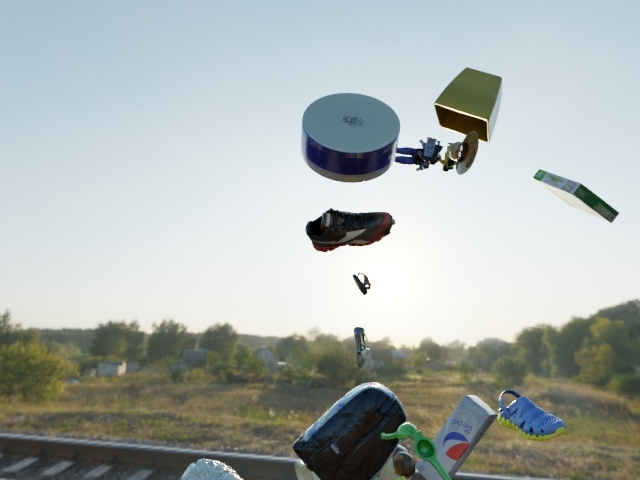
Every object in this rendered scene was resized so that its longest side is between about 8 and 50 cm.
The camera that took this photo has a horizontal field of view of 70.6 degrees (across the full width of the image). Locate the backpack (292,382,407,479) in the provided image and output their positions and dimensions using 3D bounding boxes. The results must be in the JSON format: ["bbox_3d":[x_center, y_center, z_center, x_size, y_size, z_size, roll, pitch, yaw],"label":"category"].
[{"bbox_3d":[0.132,0.658,1.562,0.290,0.355,0.273,39,4,11],"label":"backpack"}]

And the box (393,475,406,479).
[{"bbox_3d":[0.222,0.857,1.508,0.179,0.108,0.042,-3,30,-31],"label":"box"}]

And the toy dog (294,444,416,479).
[{"bbox_3d":[0.164,0.890,1.721,0.409,0.395,0.284,-11,-45,-25],"label":"toy dog"}]

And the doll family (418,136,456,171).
[{"bbox_3d":[0.427,-0.299,1.615,0.193,0.111,0.076,10,10,-14],"label":"doll family"}]

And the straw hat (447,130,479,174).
[{"bbox_3d":[0.421,-0.271,1.377,0.061,0.144,0.145,27,3,35],"label":"straw hat"}]

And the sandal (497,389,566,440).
[{"bbox_3d":[0.767,0.648,1.688,0.126,0.138,0.317,-8,-4,-20],"label":"sandal"}]

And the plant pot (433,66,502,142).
[{"bbox_3d":[0.580,-0.526,1.719,0.212,0.187,0.212,27,0,24],"label":"plant pot"}]

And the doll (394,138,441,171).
[{"bbox_3d":[0.387,-0.338,1.796,0.189,0.128,0.046,12,1,25],"label":"doll"}]

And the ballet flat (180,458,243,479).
[{"bbox_3d":[-0.253,0.811,1.425,0.147,0.146,0.408,-12,-52,40],"label":"ballet flat"}]

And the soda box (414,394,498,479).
[{"bbox_3d":[0.419,0.620,1.396,0.091,0.286,0.098,38,8,40],"label":"soda box"}]

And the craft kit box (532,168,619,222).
[{"bbox_3d":[1.030,-0.184,1.833,0.250,0.060,0.246,28,11,-22],"label":"craft kit box"}]

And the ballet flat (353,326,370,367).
[{"bbox_3d":[0.118,0.298,1.268,0.041,0.114,0.041,-6,-12,-1],"label":"ballet flat"}]

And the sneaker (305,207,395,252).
[{"bbox_3d":[0.074,-0.039,1.315,0.276,0.097,0.135,-11,-32,27],"label":"sneaker"}]

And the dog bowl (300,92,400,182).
[{"bbox_3d":[0.079,-0.283,1.223,0.265,0.264,0.104,1,-39,-2],"label":"dog bowl"}]

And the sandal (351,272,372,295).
[{"bbox_3d":[0.121,0.119,1.304,0.040,0.067,0.179,-28,-4,1],"label":"sandal"}]

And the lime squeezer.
[{"bbox_3d":[0.245,0.541,1.160,0.059,0.109,0.310,3,7,-31],"label":"lime squeezer"}]
